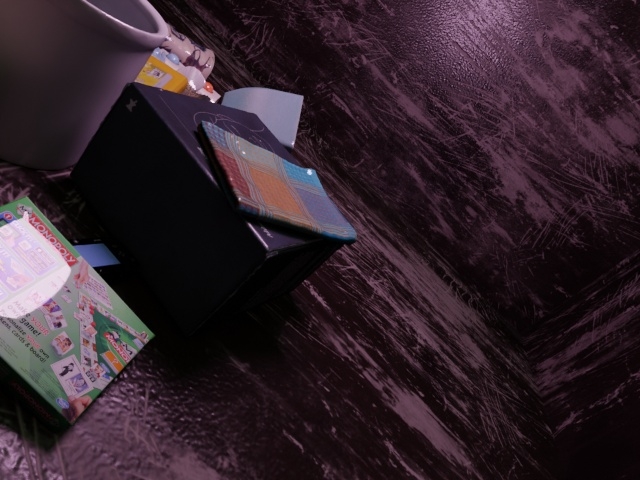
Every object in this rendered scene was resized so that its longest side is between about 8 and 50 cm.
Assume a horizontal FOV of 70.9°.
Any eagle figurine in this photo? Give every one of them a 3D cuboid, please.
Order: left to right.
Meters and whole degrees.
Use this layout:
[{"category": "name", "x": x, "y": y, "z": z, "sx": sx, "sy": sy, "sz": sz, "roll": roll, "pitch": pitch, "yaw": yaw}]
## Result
[{"category": "eagle figurine", "x": -0.462, "y": -0.418, "z": 1.465, "sx": 0.225, "sy": 0.227, "sz": 0.298, "roll": 58, "pitch": 11, "yaw": -23}]

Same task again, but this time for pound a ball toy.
[{"category": "pound a ball toy", "x": -0.514, "y": -0.579, "z": 1.719, "sx": 0.319, "sy": 0.136, "sz": 0.208, "roll": 38, "pitch": 23, "yaw": -16}]

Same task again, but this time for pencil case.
[{"category": "pencil case", "x": -0.655, "y": -0.842, "z": 1.900, "sx": 0.411, "sy": 0.160, "sz": 0.183, "roll": 27, "pitch": 36, "yaw": -37}]

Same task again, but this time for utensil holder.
[{"category": "utensil holder", "x": -0.571, "y": -0.392, "z": 0.952, "sx": 0.328, "sy": 0.385, "sz": 0.327, "roll": 37, "pitch": 24, "yaw": -20}]

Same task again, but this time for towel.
[{"category": "towel", "x": -0.085, "y": -0.120, "z": 1.013, "sx": 0.370, "sy": 0.040, "sz": 0.271, "roll": 17, "pitch": 35, "yaw": -49}]

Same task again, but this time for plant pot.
[{"category": "plant pot", "x": -0.225, "y": -0.358, "z": 1.497, "sx": 0.253, "sy": 0.247, "sz": 0.247, "roll": 16, "pitch": 56, "yaw": -14}]

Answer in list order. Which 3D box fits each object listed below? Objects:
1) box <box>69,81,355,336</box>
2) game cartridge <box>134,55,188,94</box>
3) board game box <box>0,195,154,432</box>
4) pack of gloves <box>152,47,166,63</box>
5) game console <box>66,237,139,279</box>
[{"category": "box", "x": -0.234, "y": -0.088, "z": 1.124, "sx": 0.479, "sy": 0.297, "sz": 0.472, "roll": 50, "pitch": 21, "yaw": 12}, {"category": "game cartridge", "x": -0.565, "y": -0.460, "z": 1.266, "sx": 0.286, "sy": 0.052, "sz": 0.323, "roll": 30, "pitch": 38, "yaw": -13}, {"category": "board game box", "x": -0.429, "y": 0.100, "z": 0.688, "sx": 0.317, "sy": 0.046, "sz": 0.213, "roll": 52, "pitch": 24, "yaw": -11}, {"category": "pack of gloves", "x": -0.634, "y": -0.629, "z": 1.571, "sx": 0.195, "sy": 0.046, "sz": 0.231, "roll": 2, "pitch": 64, "yaw": -30}, {"category": "game console", "x": -0.495, "y": 0.030, "z": 0.797, "sx": 0.213, "sy": 0.044, "sz": 0.361, "roll": 51, "pitch": 22, "yaw": 14}]
